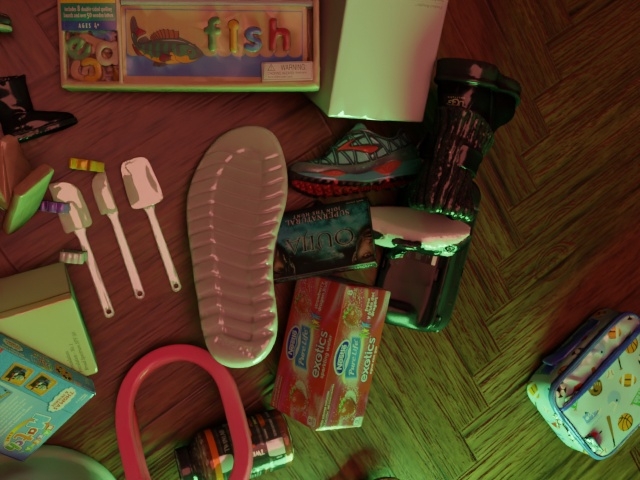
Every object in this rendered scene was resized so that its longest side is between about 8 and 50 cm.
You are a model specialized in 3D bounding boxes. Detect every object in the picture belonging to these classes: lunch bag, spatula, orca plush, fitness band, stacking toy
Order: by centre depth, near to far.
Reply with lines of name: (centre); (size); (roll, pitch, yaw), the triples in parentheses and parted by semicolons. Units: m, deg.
stacking toy: (-0.464, -0.059, 1.052); (0.221, 0.052, 0.166); (8, 93, -12)
fitness band: (-0.227, 0.315, 1.109); (0.209, 0.054, 0.290); (-18, 70, -1)
spatula: (-0.331, -0.004, 1.123); (0.168, 0.019, 0.241); (-20, 101, -18)
orca plush: (0.123, 0.003, 1.223); (0.288, 0.151, 0.102); (-1, 125, -4)
lunch bag: (0.601, 0.304, 1.444); (0.303, 0.115, 0.243); (-41, 105, -13)

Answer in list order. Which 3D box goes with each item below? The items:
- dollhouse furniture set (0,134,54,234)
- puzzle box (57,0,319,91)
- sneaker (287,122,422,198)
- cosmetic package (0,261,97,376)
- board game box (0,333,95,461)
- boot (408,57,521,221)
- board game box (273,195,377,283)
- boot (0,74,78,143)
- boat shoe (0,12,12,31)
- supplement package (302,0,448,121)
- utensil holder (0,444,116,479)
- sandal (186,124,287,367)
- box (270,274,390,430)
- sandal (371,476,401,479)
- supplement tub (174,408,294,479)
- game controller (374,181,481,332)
dollhouse furniture set: (-0.644, -0.041, 0.882); (0.362, 0.256, 0.394); (40, 50, -10)
puzzle box: (-0.203, -0.374, 1.056); (0.410, 0.052, 0.271); (-1, 95, -3)
sneaker: (0.056, -0.149, 1.224); (0.262, 0.104, 0.125); (-7, 79, -22)
cosmetic package: (-0.513, 0.160, 0.997); (0.310, 0.113, 0.160); (-18, 126, -18)
board game box: (-0.463, 0.223, 0.965); (0.160, 0.039, 0.211); (-43, 130, 3)
boot: (0.257, -0.166, 1.195); (0.348, 0.131, 0.259); (-6, 105, -62)
board game box: (0.000, 0.000, 1.164); (0.186, 0.026, 0.126); (-11, 67, 12)
boot: (-0.456, -0.211, 1.047); (0.121, 0.045, 0.099); (-22, 96, -19)
boat shoe: (-0.556, -0.362, 0.978); (0.206, 0.075, 0.064); (15, 93, -16)
supplement package: (0.087, -0.364, 1.111); (0.178, 0.175, 0.292); (0, 116, -20)
utensil holder: (-0.423, 0.517, 0.944); (0.328, 0.385, 0.327); (-2, 96, -19)
sandal: (-0.144, 0.007, 1.147); (0.170, 0.102, 0.415); (2, 78, 2)
box: (0.016, 0.194, 1.192); (0.123, 0.128, 0.256); (11, 92, -44)
sandal: (0.085, 0.505, 1.311); (0.180, 0.049, 0.072); (-17, 95, -3)
supplement tub: (-0.152, 0.372, 1.177); (0.198, 0.106, 0.105); (-13, 99, -19)
game controller: (0.207, 0.018, 1.307); (0.167, 0.067, 0.318); (14, 90, -6)
